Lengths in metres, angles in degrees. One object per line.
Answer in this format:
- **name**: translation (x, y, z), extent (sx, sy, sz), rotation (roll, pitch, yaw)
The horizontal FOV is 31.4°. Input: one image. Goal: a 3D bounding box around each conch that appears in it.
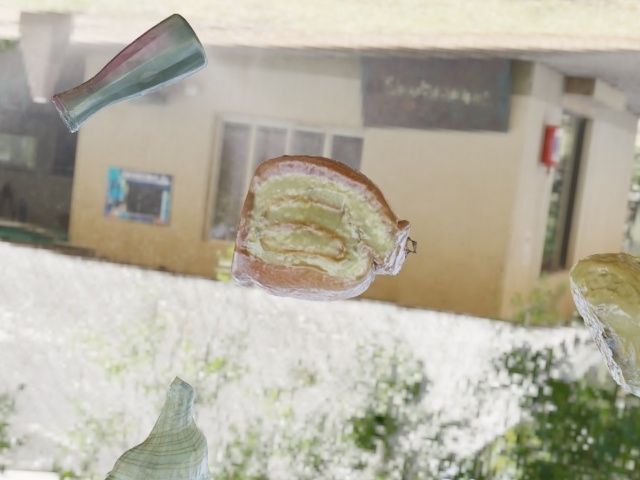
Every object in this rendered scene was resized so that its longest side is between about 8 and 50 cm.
- **conch**: translation (-0.210, 0.321, 1.534), extent (0.137, 0.234, 0.114), rotation (36, -163, -22)

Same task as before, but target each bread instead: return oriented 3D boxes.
- **bread**: translation (0.491, 0.121, 1.789), extent (0.134, 0.244, 0.244), rotation (-24, -175, 1)
- **bread**: translation (0.003, -0.012, 1.502), extent (0.244, 0.190, 0.123), rotation (8, 178, 11)

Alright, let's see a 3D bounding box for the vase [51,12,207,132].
- **vase**: translation (-0.267, -0.226, 1.570), extent (0.214, 0.086, 0.086), rotation (-33, -164, -11)
